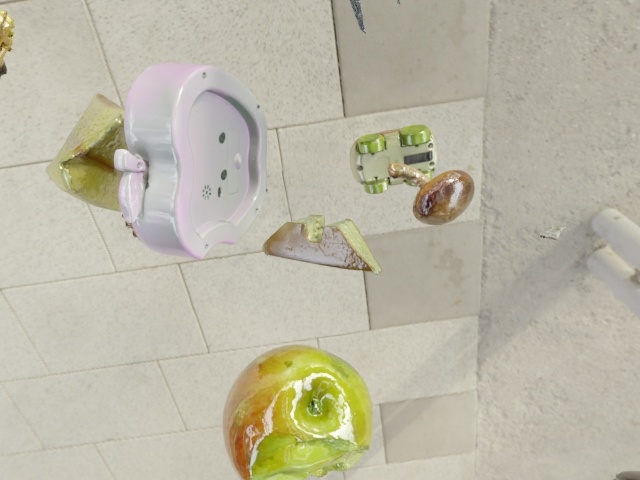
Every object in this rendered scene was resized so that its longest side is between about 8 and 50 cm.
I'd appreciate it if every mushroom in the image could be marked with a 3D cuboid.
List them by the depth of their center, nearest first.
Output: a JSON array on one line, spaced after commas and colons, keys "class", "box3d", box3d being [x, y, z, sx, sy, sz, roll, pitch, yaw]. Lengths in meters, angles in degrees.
[{"class": "mushroom", "box3d": [0.147, -0.064, 0.658, 0.129, 0.073, 0.088, 19, 142, -8]}]

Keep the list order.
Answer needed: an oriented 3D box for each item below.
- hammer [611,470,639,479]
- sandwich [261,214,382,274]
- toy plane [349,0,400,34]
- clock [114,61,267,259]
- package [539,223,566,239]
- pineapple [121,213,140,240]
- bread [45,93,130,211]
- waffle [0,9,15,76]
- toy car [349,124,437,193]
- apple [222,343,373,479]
[{"class": "hammer", "box3d": [0.216, 0.299, 0.287, 0.095, 0.242, 0.409, -4, 165, 34]}, {"class": "sandwich", "box3d": [0.000, 0.000, 0.894, 0.244, 0.090, 0.088, 11, 99, 27]}, {"class": "toy plane", "box3d": [0.073, -0.525, 0.931, 0.226, 0.058, 0.226, 24, 135, 18]}, {"class": "clock", "box3d": [-0.213, -0.140, 0.859, 0.102, 0.338, 0.338, 9, 123, 22]}, {"class": "package", "box3d": [0.510, -0.019, 1.053, 0.037, 0.110, 0.015, 18, 114, 31]}, {"class": "pineapple", "box3d": [-0.394, -0.065, 1.142, 0.135, 0.233, 0.079, -15, 110, 28]}, {"class": "bread", "box3d": [-0.453, -0.169, 1.086, 0.245, 0.362, 0.233, 35, 87, -35]}, {"class": "waffle", "box3d": [-0.786, -0.376, 1.058, 0.060, 0.307, 0.312, 29, 111, -13]}, {"class": "toy car", "box3d": [0.185, -0.238, 1.283, 0.235, 0.235, 0.145, -10, 118, 2]}, {"class": "apple", "box3d": [-0.032, 0.291, 0.776, 0.246, 0.246, 0.226, 25, 143, -17]}]
